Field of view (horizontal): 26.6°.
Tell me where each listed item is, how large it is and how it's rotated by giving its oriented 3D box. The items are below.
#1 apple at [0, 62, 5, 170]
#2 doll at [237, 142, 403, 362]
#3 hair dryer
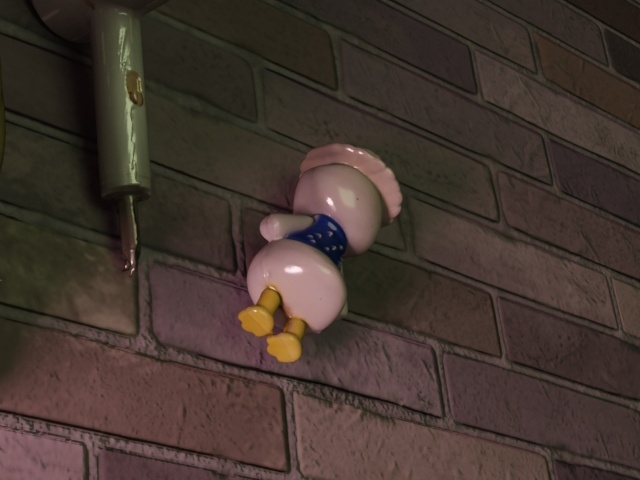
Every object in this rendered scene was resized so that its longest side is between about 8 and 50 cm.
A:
[{"bbox_3d":[-0.388,-0.093,0.852,0.357,0.357,0.357,27,47,-33],"label":"apple"},{"bbox_3d":[0.000,0.000,1.382,0.138,0.119,0.293,50,44,-22],"label":"doll"},{"bbox_3d":[-0.178,-0.142,1.268,0.108,0.173,0.357,4,75,-43],"label":"hair dryer"}]
